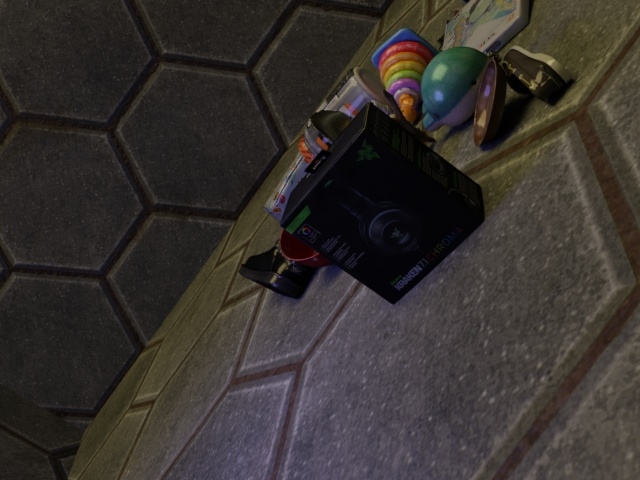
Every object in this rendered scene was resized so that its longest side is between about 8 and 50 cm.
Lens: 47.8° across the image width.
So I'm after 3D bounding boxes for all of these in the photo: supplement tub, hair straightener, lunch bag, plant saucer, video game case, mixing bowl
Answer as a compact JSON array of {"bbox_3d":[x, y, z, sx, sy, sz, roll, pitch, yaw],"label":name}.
[{"bbox_3d":[0.081,-0.375,2.294,0.316,0.194,0.193,-48,15,29],"label":"supplement tub"},{"bbox_3d":[0.389,-0.603,2.139,0.089,0.047,0.230,-45,21,35],"label":"hair straightener"},{"bbox_3d":[-0.087,-0.209,2.648,0.303,0.115,0.243,-56,11,0],"label":"lunch bag"},{"bbox_3d":[0.329,-0.262,1.395,0.168,0.029,0.168,9,-90,-89],"label":"plant saucer"},{"bbox_3d":[0.415,-0.554,1.850,0.300,0.036,0.328,-41,25,45],"label":"video game case"},{"bbox_3d":[0.000,0.000,1.800,0.182,0.098,0.181,-22,44,22],"label":"mixing bowl"}]

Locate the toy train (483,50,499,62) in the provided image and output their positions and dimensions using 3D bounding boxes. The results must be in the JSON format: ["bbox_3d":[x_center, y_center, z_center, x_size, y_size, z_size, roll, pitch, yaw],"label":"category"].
[{"bbox_3d":[0.365,-0.417,1.722,0.158,0.027,0.036,-14,72,57],"label":"toy train"}]

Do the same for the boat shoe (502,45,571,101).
[{"bbox_3d":[0.381,-0.308,1.340,0.068,0.081,0.227,-48,17,10],"label":"boat shoe"}]

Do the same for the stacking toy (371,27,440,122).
[{"bbox_3d":[0.244,-0.433,2.040,0.166,0.175,0.301,-37,35,38],"label":"stacking toy"}]

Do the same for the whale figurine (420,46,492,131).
[{"bbox_3d":[0.286,-0.353,1.649,0.216,0.141,0.272,-55,11,0],"label":"whale figurine"}]

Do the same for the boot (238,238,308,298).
[{"bbox_3d":[-0.085,0.019,2.023,0.348,0.131,0.260,9,71,63],"label":"boot"}]

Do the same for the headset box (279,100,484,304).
[{"bbox_3d":[0.101,-0.069,1.288,0.246,0.283,0.131,-46,15,29],"label":"headset box"}]

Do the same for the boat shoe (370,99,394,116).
[{"bbox_3d":[0.113,-0.289,2.130,0.267,0.088,0.096,-55,35,17],"label":"boat shoe"}]

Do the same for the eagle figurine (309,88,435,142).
[{"bbox_3d":[0.132,-0.245,1.786,0.225,0.226,0.298,-20,9,-38],"label":"eagle figurine"}]

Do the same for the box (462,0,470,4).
[{"bbox_3d":[0.488,-0.760,2.016,0.153,0.108,0.207,-59,14,-17],"label":"box"}]
